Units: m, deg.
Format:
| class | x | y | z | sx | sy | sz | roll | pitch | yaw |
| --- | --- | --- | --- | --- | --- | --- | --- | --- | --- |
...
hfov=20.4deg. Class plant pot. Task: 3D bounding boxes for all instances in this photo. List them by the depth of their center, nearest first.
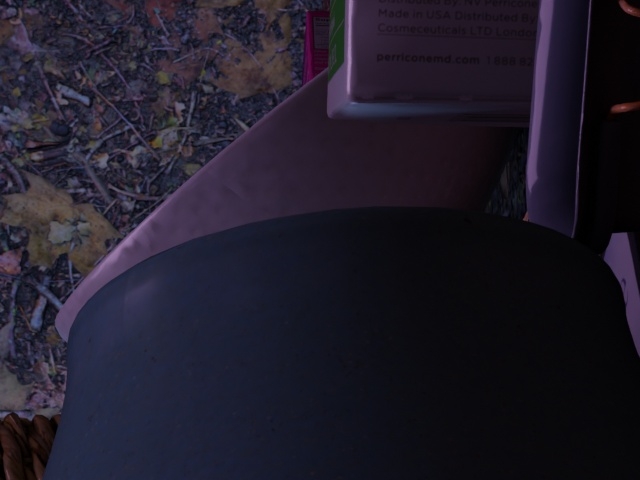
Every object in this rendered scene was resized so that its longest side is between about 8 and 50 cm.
| class | x | y | z | sx | sy | sz | roll | pitch | yaw |
| --- | --- | --- | --- | --- | --- | --- | --- | --- | --- |
| plant pot | 0.016 | 0.139 | 0.528 | 0.272 | 0.271 | 0.255 | 100 | 165 | -64 |

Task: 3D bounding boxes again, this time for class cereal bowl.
| class | x | y | z | sx | sy | sz | roll | pitch | yaw |
| --- | --- | --- | --- | --- | --- | --- | --- | --- | --- |
| cereal bowl | 0.000 | 0.000 | 1.146 | 0.141 | 0.339 | 0.339 | 50 | 172 | 3 |

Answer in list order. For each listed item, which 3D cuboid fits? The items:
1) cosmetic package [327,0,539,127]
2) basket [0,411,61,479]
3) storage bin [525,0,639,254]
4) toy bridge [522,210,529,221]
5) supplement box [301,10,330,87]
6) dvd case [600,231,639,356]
| class | x | y | z | sx | sy | sz | roll | pitch | yaw |
| --- | --- | --- | --- | --- | --- | --- | --- | --- | --- |
| cosmetic package | 0.085 | -0.233 | 0.745 | 0.197 | 0.155 | 0.366 | -159 | 69 | -88 |
| basket | -0.183 | 0.270 | 1.101 | 0.213 | 0.223 | 0.299 | -93 | 7 | -49 |
| storage bin | 0.122 | -0.063 | 0.575 | 0.098 | 0.091 | 0.135 | -109 | 20 | -79 |
| toy bridge | 0.103 | 0.034 | 0.999 | 0.188 | 0.063 | 0.026 | 101 | 170 | -63 |
| supplement box | 0.040 | -0.106 | 1.607 | 0.220 | 0.113 | 0.111 | -91 | 4 | -53 |
| dvd case | 0.137 | 0.125 | 0.758 | 0.180 | 0.022 | 0.253 | 96 | 175 | -46 |
